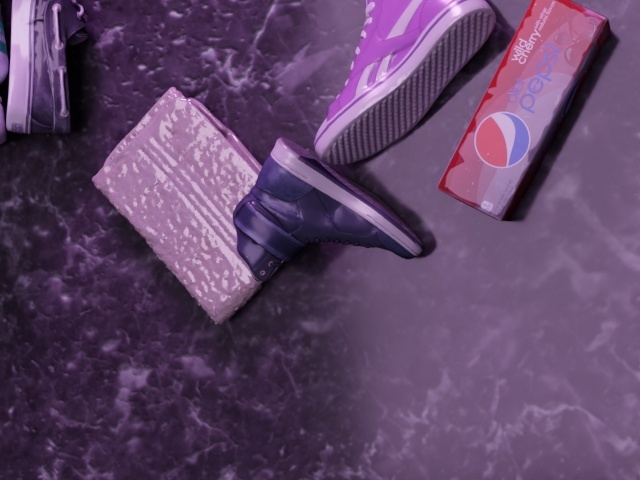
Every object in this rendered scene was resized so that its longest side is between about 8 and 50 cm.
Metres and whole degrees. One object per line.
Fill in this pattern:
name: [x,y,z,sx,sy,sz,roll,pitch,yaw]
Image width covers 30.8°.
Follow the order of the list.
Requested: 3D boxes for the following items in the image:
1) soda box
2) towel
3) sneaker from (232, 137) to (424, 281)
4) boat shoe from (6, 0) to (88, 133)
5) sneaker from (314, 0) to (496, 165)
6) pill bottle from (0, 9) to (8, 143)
soda box: [0.241,-0.157,1.372,0.092,0.083,0.263,29,99,16]
towel: [-0.158,-0.048,1.533,0.187,0.049,0.282,-44,78,15]
sneaker: [-0.001,-0.001,1.431,0.226,0.086,0.163,32,101,-11]
boat shoe: [-0.367,-0.294,1.580,0.102,0.108,0.301,3,87,-13]
sneaker: [0.077,-0.229,1.437,0.282,0.102,0.161,-44,59,18]
pill bottle: [-0.538,-0.304,1.582,0.204,0.204,0.361,-10,88,19]
